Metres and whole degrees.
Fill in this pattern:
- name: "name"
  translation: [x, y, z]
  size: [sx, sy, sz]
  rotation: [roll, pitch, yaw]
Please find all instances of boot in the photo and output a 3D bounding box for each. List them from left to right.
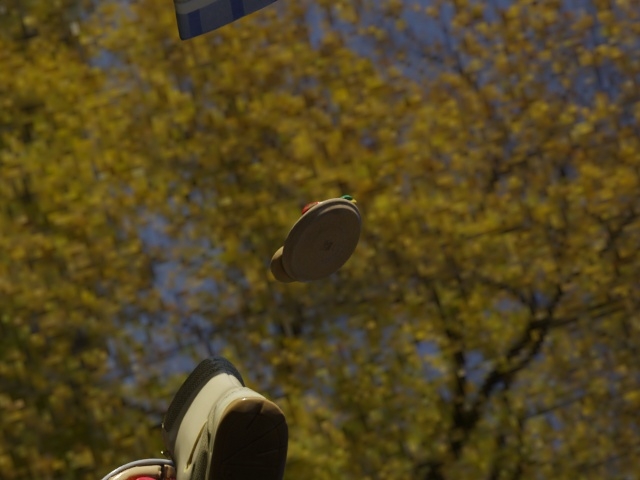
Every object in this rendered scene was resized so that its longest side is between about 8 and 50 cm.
- name: "boot"
  translation: [-0.110, 0.255, 1.715]
  size: [0.203, 0.095, 0.262]
  rotation: [-147, -114, -71]

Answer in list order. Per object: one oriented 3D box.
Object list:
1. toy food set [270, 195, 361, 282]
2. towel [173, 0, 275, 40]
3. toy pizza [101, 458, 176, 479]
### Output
- name: "toy food set"
  translation: [0.000, 0.000, 1.444]
  size: [0.020, 0.083, 0.083]
  rotation: [41, -57, 39]
- name: "towel"
  translation: [-0.074, -0.337, 1.953]
  size: [0.034, 0.209, 0.285]
  rotation: [58, -14, 21]
- name: "toy pizza"
  translation: [-0.157, 0.321, 1.813]
  size: [0.032, 0.201, 0.201]
  rotation: [-37, -109, 52]
